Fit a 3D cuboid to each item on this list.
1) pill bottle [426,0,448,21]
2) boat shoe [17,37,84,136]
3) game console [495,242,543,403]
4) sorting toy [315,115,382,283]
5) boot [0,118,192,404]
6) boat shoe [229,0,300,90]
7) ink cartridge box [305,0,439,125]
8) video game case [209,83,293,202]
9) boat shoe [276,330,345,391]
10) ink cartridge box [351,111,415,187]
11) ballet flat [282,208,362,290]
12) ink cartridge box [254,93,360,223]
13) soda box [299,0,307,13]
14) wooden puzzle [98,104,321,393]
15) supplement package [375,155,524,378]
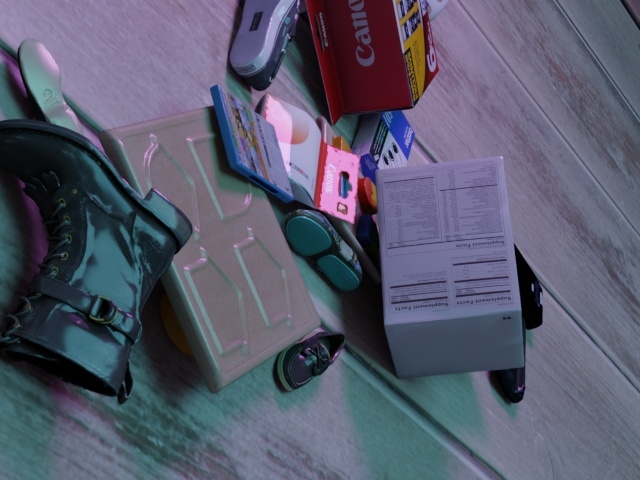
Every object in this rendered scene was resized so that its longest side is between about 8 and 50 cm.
[{"bbox_3d":[0.108,-0.509,2.375,0.265,0.153,0.153,51,31,-31],"label":"pill bottle"},{"bbox_3d":[-0.308,-0.159,1.481,0.049,0.042,0.133,-25,93,-43],"label":"boat shoe"},{"bbox_3d":[0.343,0.132,2.457,0.213,0.044,0.361,49,32,-30],"label":"game console"},{"bbox_3d":[0.050,-0.064,2.019,0.193,0.038,0.208,53,23,-44],"label":"sorting toy"},{"bbox_3d":[-0.267,0.019,1.352,0.263,0.091,0.229,31,57,-9],"label":"boot"},{"bbox_3d":[-0.068,-0.316,1.976,0.076,0.080,0.228,56,38,-43],"label":"boat shoe"},{"bbox_3d":[0.081,-0.372,2.160,0.272,0.130,0.309,-57,138,-59],"label":"ink cartridge box"},{"bbox_3d":[-0.089,-0.125,1.751,0.166,0.015,0.119,32,40,-62],"label":"video game case"},{"bbox_3d":[-0.011,0.154,1.779,0.056,0.049,0.152,63,28,-10],"label":"boat shoe"},{"bbox_3d":[0.104,-0.156,2.224,0.097,0.046,0.207,57,29,-24],"label":"ink cartridge box"},{"bbox_3d":[0.000,0.000,1.904,0.188,0.070,0.070,54,29,-44],"label":"ballet flat"},{"bbox_3d":[-0.017,-0.117,1.899,0.179,0.045,0.145,22,45,-16],"label":"ink cartridge box"},{"bbox_3d":[-0.084,-0.428,2.062,0.183,0.063,0.058,45,37,-38],"label":"soda box"},{"bbox_3d":[-0.141,0.003,1.633,0.322,0.080,0.348,67,22,-2],"label":"wooden puzzle"},{"bbox_3d":[0.194,0.043,2.002,0.199,0.198,0.263,73,13,-59],"label":"supplement package"}]
